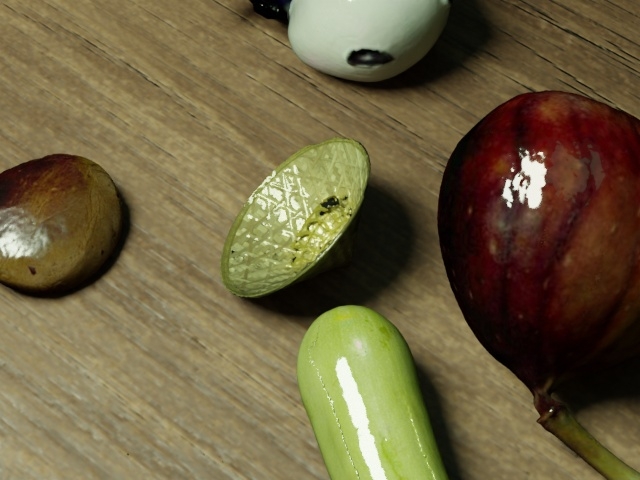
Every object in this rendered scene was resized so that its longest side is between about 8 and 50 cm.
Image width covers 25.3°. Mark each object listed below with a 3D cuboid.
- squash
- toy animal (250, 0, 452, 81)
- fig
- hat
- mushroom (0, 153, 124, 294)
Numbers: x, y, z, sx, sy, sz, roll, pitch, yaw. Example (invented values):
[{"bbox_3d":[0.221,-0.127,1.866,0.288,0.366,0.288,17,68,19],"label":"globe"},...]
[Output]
[{"bbox_3d":[0.050,0.151,0.936,0.083,0.083,0.250,-17,59,-10],"label":"squash"},{"bbox_3d":[0.015,-0.203,1.156,0.179,0.138,0.166,42,85,17],"label":"toy animal"},{"bbox_3d":[0.161,0.029,0.974,0.186,0.204,0.249,20,91,51],"label":"fig"},{"bbox_3d":[0.000,0.000,1.056,0.146,0.067,0.146,-33,34,25],"label":"hat"},{"bbox_3d":[-0.209,-0.017,1.074,0.123,0.052,0.123,2,56,-2],"label":"mushroom"}]
